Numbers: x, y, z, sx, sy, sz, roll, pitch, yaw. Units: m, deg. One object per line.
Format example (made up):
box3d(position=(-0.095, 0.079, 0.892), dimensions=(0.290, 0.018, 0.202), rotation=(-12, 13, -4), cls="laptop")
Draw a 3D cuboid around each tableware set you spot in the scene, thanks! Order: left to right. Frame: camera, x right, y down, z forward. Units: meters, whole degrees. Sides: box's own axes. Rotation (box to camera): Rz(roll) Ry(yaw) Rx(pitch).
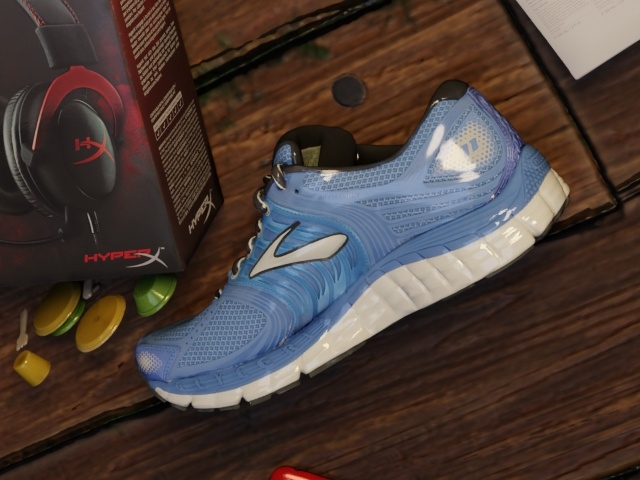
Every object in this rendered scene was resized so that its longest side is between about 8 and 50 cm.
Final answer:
box3d(position=(-0.159, 0.051, 1.223), dimensions=(0.154, 0.104, 0.024), rotation=(-35, 123, 21), cls="tableware set")

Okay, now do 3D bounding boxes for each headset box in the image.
box3d(position=(-0.209, -0.121, 1.135), dimensions=(0.218, 0.110, 0.293), rotation=(-5, 117, 15), cls="headset box")

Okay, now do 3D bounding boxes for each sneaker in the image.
box3d(position=(0.000, 0.000, 1.165), dimensions=(0.330, 0.130, 0.147), rotation=(-32, 93, 22), cls="sneaker")

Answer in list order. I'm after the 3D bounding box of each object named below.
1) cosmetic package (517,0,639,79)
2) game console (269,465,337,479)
box3d(position=(0.223, -0.205, 1.022), dimensions=(0.239, 0.060, 0.099), rotation=(-32, 109, 25), cls="cosmetic package")
box3d(position=(0.017, 0.249, 1.342), dimensions=(0.144, 0.085, 0.124), rotation=(17, 89, 3), cls="game console")
